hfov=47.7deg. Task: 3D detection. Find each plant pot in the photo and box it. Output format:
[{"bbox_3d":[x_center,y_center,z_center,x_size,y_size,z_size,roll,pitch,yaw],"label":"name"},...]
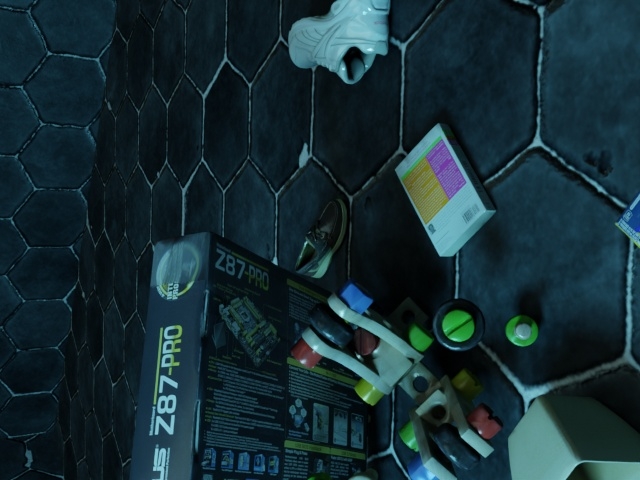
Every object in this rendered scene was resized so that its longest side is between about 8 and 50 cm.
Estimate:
[{"bbox_3d":[0.249,0.214,0.718,0.096,0.108,0.109,-110,34,-51],"label":"plant pot"}]

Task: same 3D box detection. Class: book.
[{"bbox_3d":[0.159,-0.066,0.931,0.096,0.035,0.144,-52,48,42],"label":"book"}]

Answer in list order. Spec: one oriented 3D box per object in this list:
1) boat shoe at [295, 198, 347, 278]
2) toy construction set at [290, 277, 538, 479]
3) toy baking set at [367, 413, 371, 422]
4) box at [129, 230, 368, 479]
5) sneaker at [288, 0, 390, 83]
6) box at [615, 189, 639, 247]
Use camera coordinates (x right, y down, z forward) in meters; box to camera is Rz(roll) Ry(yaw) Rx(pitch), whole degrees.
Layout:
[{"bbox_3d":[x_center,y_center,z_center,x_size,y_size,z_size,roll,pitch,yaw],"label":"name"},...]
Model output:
[{"bbox_3d":[0.000,0.000,1.179,0.056,0.049,0.152,54,134,45],"label":"boat shoe"},{"bbox_3d":[0.094,0.201,0.905,0.237,0.257,0.309,16,-88,-78],"label":"toy construction set"},{"bbox_3d":[0.040,0.319,1.139,0.256,0.030,0.197,-148,57,-62],"label":"toy baking set"},{"bbox_3d":[-0.061,0.199,0.913,0.097,0.395,0.319,-8,68,29],"label":"box"},{"bbox_3d":[0.022,-0.290,1.107,0.232,0.090,0.115,-10,85,60],"label":"sneaker"},{"bbox_3d":[0.333,0.019,0.609,0.169,0.059,0.054,59,135,41],"label":"box"}]
